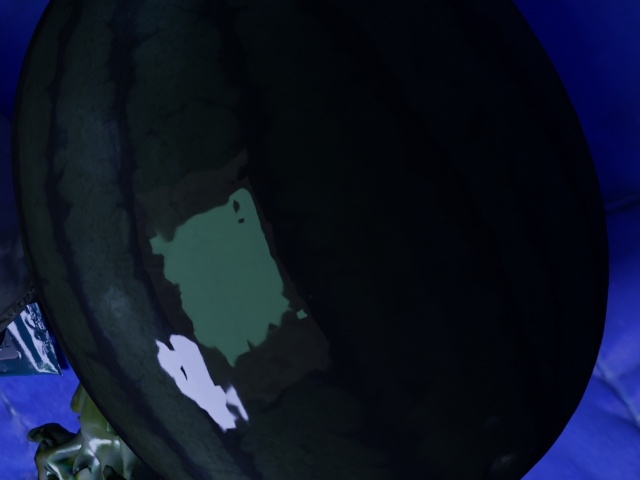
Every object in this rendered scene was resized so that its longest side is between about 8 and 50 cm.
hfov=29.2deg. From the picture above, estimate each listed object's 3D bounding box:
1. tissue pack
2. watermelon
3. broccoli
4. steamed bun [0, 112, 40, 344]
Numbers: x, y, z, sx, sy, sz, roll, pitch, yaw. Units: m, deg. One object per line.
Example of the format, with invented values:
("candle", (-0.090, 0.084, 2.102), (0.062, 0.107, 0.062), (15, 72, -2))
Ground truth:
("tissue pack", (-0.270, 0.074, 0.980), (0.138, 0.028, 0.085), (-5, 115, 28))
("watermelon", (0.000, 0.000, 0.614), (0.279, 0.279, 0.359), (-17, 105, 37))
("broccoli", (-0.133, 0.120, 0.865), (0.198, 0.177, 0.274), (-37, 67, 57))
("steamed bun", (-0.302, 0.018, 0.838), (0.206, 0.275, 0.320), (40, 164, -32))
